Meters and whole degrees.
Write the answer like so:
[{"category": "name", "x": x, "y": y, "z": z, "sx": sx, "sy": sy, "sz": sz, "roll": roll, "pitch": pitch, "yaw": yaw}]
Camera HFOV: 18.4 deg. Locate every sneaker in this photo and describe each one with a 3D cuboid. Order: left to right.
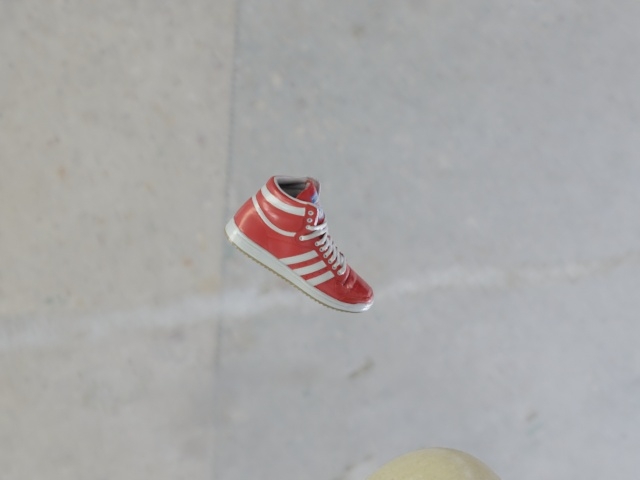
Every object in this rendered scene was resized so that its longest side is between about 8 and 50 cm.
[{"category": "sneaker", "x": 0.000, "y": 0.000, "z": 1.364, "sx": 0.118, "sy": 0.042, "sz": 0.067, "roll": 30, "pitch": 116, "yaw": -17}]

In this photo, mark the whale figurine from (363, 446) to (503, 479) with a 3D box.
[{"category": "whale figurine", "x": 0.106, "y": 0.285, "z": 1.517, "sx": 0.216, "sy": 0.272, "sz": 0.141, "roll": -41, "pitch": 126, "yaw": 5}]
